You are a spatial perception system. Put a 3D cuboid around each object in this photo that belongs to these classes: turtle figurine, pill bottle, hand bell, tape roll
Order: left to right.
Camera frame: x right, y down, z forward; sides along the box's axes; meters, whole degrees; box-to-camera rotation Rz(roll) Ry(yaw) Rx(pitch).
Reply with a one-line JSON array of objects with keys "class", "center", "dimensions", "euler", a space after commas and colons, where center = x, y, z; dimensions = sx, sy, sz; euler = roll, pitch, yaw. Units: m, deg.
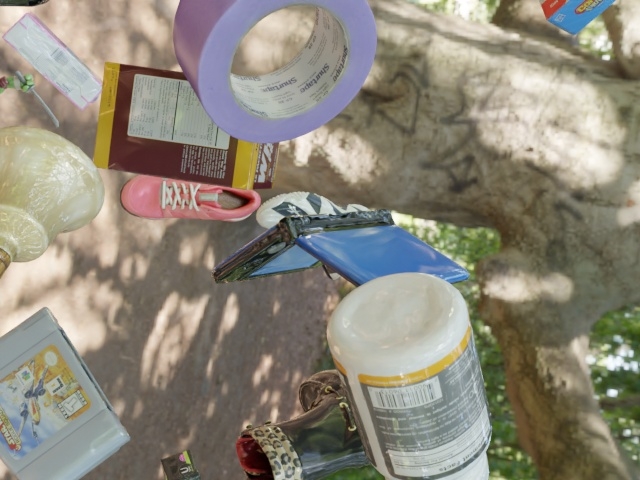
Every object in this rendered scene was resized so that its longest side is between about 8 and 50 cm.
[{"class": "hand bell", "center": [-0.275, 0.023, 0.669], "dimensions": [0.242, 0.126, 0.126], "euler": [-85, 175, -48]}, {"class": "turtle figurine", "center": [-0.744, -0.345, 1.836], "dimensions": [0.198, 0.274, 0.266], "euler": [-29, 149, -21]}, {"class": "tape roll", "center": [-0.045, -0.195, 0.792], "dimensions": [0.189, 0.189, 0.080], "euler": [87, -22, -47]}, {"class": "pill bottle", "center": [0.115, 0.189, 0.953], "dimensions": [0.162, 0.162, 0.278], "euler": [-70, 149, -51]}]

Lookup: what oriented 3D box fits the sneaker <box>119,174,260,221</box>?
[{"class": "sneaker", "center": [-0.278, -0.102, 1.755], "dimensions": [0.136, 0.314, 0.115], "euler": [180, -89, -67]}]

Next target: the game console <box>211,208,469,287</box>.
[{"class": "game console", "center": [0.034, 0.051, 1.194], "dimensions": [0.293, 0.250, 0.173], "euler": [-6, 66, -56]}]

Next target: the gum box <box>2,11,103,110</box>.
[{"class": "gum box", "center": [-0.469, -0.318, 1.430], "dimensions": [0.062, 0.188, 0.107], "euler": [-44, -158, 1]}]

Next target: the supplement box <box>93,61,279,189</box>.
[{"class": "supplement box", "center": [-0.160, -0.142, 1.034], "dimensions": [0.191, 0.194, 0.129], "euler": [-37, 135, -83]}]

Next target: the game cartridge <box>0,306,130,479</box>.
[{"class": "game cartridge", "center": [-0.488, 0.284, 1.389], "dimensions": [0.198, 0.297, 0.062], "euler": [-35, 159, -12]}]

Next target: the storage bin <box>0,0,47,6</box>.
[{"class": "storage bin", "center": [-0.448, -0.370, 1.039], "dimensions": [0.084, 0.180, 0.122], "euler": [-120, -150, -69]}]

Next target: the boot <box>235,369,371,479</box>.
[{"class": "boot", "center": [-0.032, 0.380, 1.602], "dimensions": [0.377, 0.284, 0.138], "euler": [21, -61, 60]}]

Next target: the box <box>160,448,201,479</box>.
[{"class": "box", "center": [-0.222, 0.394, 1.294], "dimensions": [0.062, 0.052, 0.083], "euler": [-129, -151, -49]}]

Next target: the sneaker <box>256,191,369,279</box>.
[{"class": "sneaker", "center": [0.000, 0.000, 1.493], "dimensions": [0.094, 0.235, 0.153], "euler": [-56, -147, 38]}]

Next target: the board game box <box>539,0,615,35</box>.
[{"class": "board game box", "center": [0.507, -0.591, 1.448], "dimensions": [0.308, 0.086, 0.301], "euler": [-41, -133, 42]}]
